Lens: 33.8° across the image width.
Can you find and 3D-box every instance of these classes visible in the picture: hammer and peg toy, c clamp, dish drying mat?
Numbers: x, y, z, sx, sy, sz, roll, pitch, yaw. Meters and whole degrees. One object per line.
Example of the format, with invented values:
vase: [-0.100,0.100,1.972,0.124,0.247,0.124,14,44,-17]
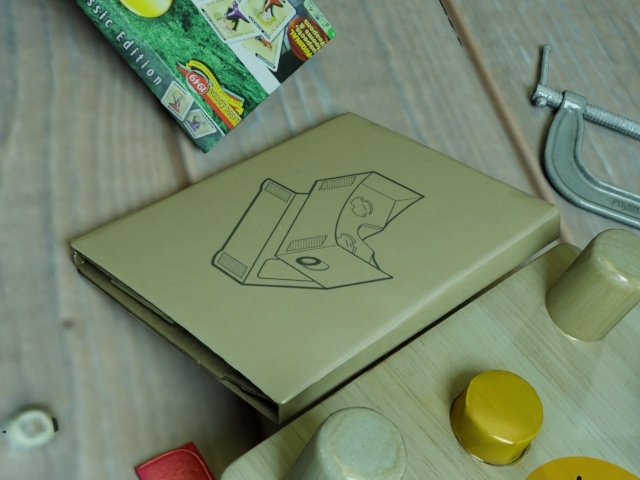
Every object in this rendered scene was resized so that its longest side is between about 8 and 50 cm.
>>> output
hammer and peg toy: [0.159,0.177,0.447,0.266,0.127,0.361,-29,69,-37]
c clamp: [0.212,-0.062,0.709,0.161,0.022,0.137,25,51,0]
dish drying mat: [-0.052,0.133,0.484,0.032,0.008,0.083,-22,65,-30]

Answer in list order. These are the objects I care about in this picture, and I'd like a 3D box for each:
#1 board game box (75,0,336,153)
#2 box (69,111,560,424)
board game box: [-0.109,-0.188,0.618,0.259,0.030,0.136,50,50,-11]
box: [0.000,0.000,0.548,0.201,0.021,0.164,-29,42,-34]
